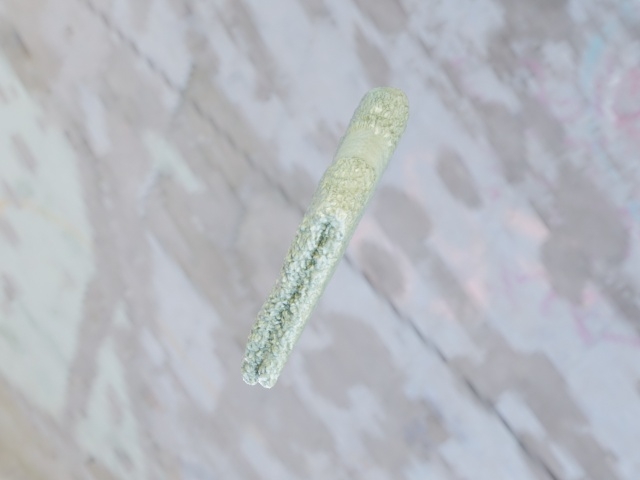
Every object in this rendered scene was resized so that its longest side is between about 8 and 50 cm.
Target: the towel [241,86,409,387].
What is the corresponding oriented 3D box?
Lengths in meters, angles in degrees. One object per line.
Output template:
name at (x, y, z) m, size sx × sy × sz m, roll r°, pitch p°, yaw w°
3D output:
towel at (0.000, 0.000, 0.966) m, size 0.027 × 0.110 × 0.148 m, roll 27°, pitch 138°, yaw 1°
